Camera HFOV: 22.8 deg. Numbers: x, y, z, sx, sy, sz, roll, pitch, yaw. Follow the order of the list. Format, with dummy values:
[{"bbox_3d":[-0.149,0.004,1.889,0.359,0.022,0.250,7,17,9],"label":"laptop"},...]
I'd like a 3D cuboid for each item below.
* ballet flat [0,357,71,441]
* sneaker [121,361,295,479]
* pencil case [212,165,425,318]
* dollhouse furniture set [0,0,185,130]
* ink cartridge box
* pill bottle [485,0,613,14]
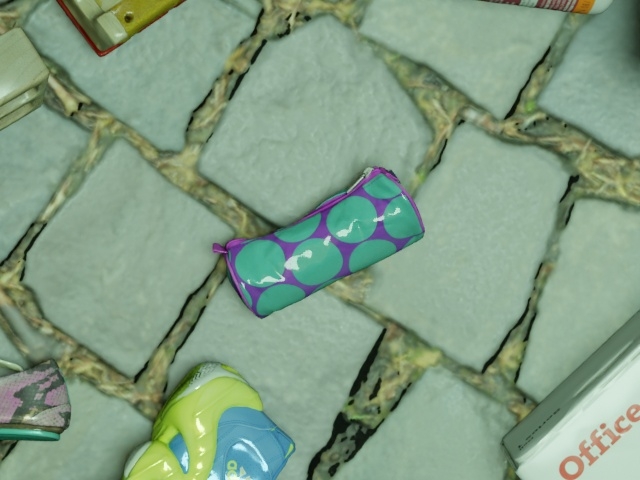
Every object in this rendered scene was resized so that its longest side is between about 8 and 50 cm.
[{"bbox_3d":[-0.304,0.124,1.218,0.222,0.077,0.079,-5,75,-4],"label":"ballet flat"},{"bbox_3d":[-0.111,0.216,1.208,0.126,0.091,0.240,38,92,-3],"label":"sneaker"},{"bbox_3d":[0.000,0.000,1.209,0.152,0.064,0.070,-28,109,1],"label":"pencil case"},{"bbox_3d":[-0.290,-0.162,1.179,0.374,0.152,0.201,-37,92,-15],"label":"dollhouse furniture set"},{"bbox_3d":[0.303,0.191,1.193,0.201,0.117,0.278,-44,93,2],"label":"ink cartridge box"},{"bbox_3d":[0.110,-0.238,1.166,0.221,0.121,0.121,7,93,-1],"label":"pill bottle"}]
